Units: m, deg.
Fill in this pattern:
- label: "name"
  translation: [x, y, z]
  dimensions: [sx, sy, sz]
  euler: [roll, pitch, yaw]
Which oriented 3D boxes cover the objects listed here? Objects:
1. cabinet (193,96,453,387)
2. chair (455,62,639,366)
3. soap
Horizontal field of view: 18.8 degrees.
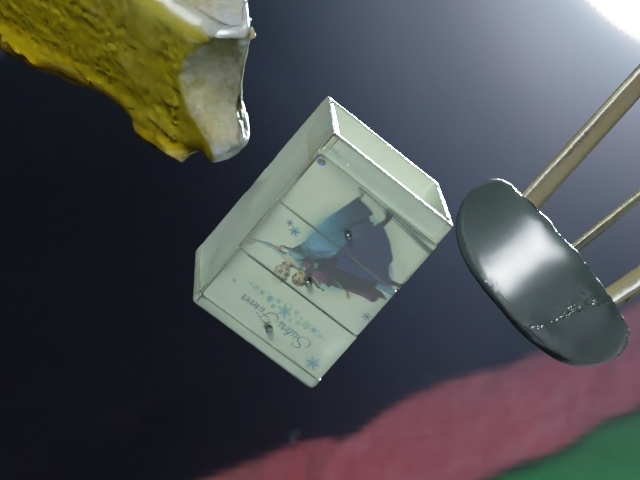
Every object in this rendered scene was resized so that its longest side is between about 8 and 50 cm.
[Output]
- label: "cabinet"
  translation: [0.000, 0.000, 1.832]
  dimensions: [0.145, 0.150, 0.206]
  euler: [37, -76, -13]
- label: "chair"
  translation: [0.158, -0.035, 0.850]
  dimensions: [0.221, 0.104, 0.095]
  euler: [-39, -10, -7]
- label: "soap"
  translation: [-0.213, -0.194, 1.128]
  dimensions: [0.339, 0.304, 0.169]
  euler: [0, -37, -6]
